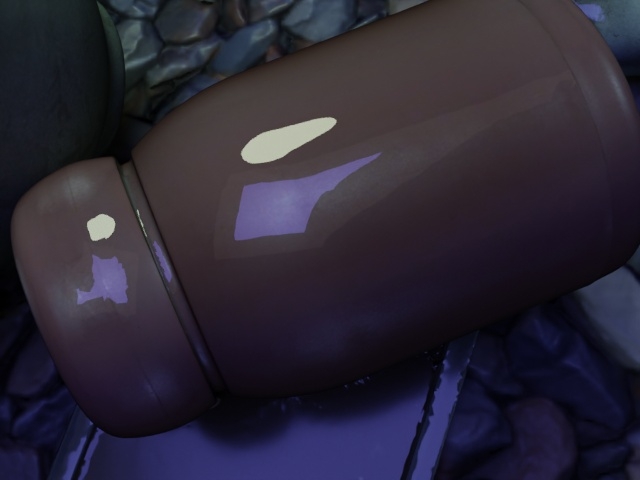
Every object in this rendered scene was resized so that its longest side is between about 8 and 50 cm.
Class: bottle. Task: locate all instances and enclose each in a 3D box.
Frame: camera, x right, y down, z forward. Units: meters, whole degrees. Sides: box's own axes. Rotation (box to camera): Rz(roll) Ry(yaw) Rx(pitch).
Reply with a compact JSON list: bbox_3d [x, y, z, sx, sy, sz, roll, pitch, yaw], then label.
[{"bbox_3d":[0.000,0.000,0.459,0.297,0.206,0.173,-23,60,-9],"label":"bottle"}]

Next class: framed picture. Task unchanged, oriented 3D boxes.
[{"bbox_3d":[-0.041,0.118,0.534,0.231,0.018,0.293,17,78,11],"label":"framed picture"}]

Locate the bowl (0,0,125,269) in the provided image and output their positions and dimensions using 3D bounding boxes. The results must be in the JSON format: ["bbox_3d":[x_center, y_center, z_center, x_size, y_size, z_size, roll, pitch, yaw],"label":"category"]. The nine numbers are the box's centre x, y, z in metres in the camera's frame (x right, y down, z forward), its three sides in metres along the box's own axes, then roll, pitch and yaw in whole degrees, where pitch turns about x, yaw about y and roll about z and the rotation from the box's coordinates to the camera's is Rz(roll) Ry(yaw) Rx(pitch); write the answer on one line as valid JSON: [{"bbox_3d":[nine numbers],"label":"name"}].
[{"bbox_3d":[-0.210,-0.102,0.528,0.313,0.146,0.313,7,100,46],"label":"bowl"}]

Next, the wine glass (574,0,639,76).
[{"bbox_3d":[0.230,-0.127,0.542,0.156,0.072,0.072,9,77,9],"label":"wine glass"}]
